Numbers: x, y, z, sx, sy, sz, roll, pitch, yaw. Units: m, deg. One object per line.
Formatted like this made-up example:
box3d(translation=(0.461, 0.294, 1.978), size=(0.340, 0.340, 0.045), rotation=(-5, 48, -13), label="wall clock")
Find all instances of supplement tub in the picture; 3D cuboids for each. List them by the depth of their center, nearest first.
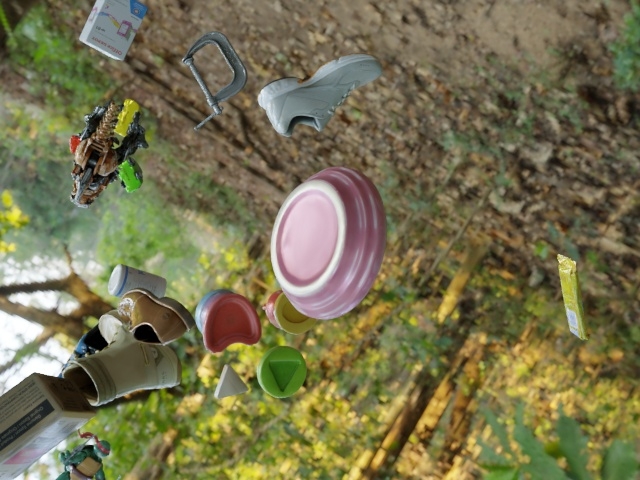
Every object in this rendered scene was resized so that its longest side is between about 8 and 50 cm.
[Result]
box3d(translation=(-0.391, 0.097, 1.904), size=(0.107, 0.071, 0.071), rotation=(20, -177, -28), label="supplement tub")

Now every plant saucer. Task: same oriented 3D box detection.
box3d(translation=(0.000, 0.000, 1.907), size=(0.084, 0.332, 0.332), rotation=(11, -169, -39), label="plant saucer")

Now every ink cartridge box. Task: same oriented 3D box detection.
box3d(translation=(-0.504, 0.319, 1.513), size=(0.088, 0.193, 0.235), rotation=(50, 173, 9), label="ink cartridge box")
box3d(translation=(-0.416, -0.436, 1.796), size=(0.088, 0.122, 0.052), rotation=(24, -177, -35), label="ink cartridge box")

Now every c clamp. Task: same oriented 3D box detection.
box3d(translation=(-0.208, -0.307, 1.664), size=(0.161, 0.137, 0.022), rotation=(65, -168, 16), label="c clamp")

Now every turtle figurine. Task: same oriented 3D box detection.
box3d(translation=(-0.534, 0.527, 2.012), size=(0.175, 0.234, 0.118), rotation=(40, -174, -21), label="turtle figurine")

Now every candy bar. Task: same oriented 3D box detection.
box3d(translation=(0.395, 0.092, 1.396), size=(0.040, 0.018, 0.162), rotation=(34, 150, 53), label="candy bar")

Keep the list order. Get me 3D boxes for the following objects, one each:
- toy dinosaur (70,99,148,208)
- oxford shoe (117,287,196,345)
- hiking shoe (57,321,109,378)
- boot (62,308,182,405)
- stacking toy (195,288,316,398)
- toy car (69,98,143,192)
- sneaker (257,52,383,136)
box3d(translation=(-0.509, -0.205, 2.110), size=(0.164, 0.218, 0.322), rotation=(41, 135, -22), label="toy dinosaur")
box3d(translation=(-0.291, 0.129, 1.468), size=(0.212, 0.076, 0.076), rotation=(4, 131, 54), label="oxford shoe")
box3d(translation=(-0.565, 0.309, 2.104), size=(0.113, 0.132, 0.304), rotation=(23, -147, -14), label="hiking shoe")
box3d(translation=(-0.429, 0.233, 1.794), size=(0.203, 0.095, 0.262), rotation=(-13, -145, -41), label="boot")
box3d(translation=(-0.171, 0.251, 2.260), size=(0.308, 0.280, 0.130), rotation=(1, -177, -28), label="stacking toy")
box3d(translation=(-0.530, -0.229, 2.371), size=(0.225, 0.239, 0.053), rotation=(63, -162, 8), label="toy car")
box3d(translation=(0.013, -0.286, 1.817), size=(0.099, 0.262, 0.121), rotation=(78, 170, -73), label="sneaker")
